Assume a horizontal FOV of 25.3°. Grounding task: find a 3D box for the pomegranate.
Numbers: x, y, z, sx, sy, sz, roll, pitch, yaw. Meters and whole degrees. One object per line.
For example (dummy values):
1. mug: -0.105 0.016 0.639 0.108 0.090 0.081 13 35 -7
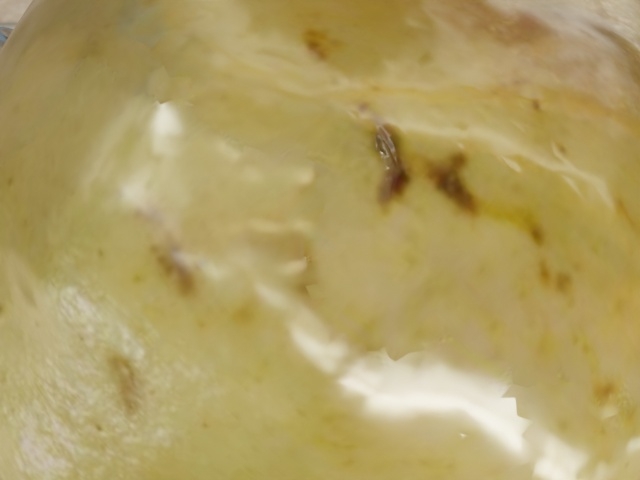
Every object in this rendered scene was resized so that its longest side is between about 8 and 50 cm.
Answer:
1. pomegranate: 0.000 0.000 0.553 0.333 0.333 0.332 -7 101 -39
